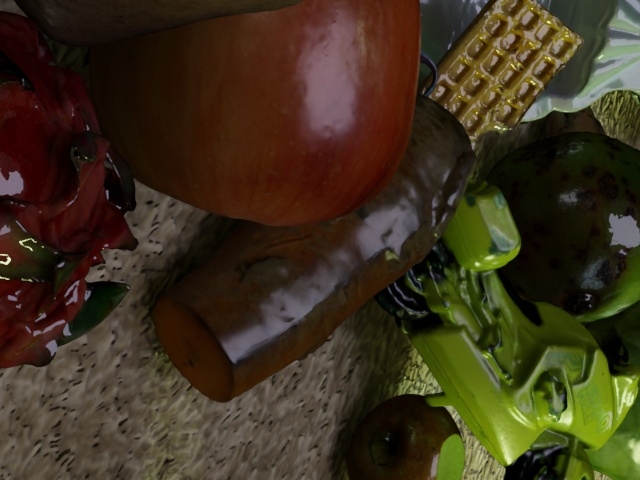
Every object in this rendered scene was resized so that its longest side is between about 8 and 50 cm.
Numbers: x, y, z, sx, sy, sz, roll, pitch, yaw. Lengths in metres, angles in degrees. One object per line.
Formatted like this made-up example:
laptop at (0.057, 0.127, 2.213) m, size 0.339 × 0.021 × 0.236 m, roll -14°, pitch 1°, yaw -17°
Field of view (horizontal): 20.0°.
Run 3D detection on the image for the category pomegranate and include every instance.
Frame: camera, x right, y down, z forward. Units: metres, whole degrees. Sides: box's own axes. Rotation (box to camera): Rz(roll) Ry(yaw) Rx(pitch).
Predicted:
pomegranate at (0.247, -0.034, 1.752) m, size 0.202 × 0.202 × 0.248 m, roll 58°, pitch 24°, yaw -47°

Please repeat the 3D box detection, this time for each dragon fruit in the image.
dragon fruit at (-0.227, -0.056, 1.031) m, size 0.234 × 0.234 × 0.293 m, roll -39°, pitch 117°, yaw -42°

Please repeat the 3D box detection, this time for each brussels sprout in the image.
brussels sprout at (0.375, 0.169, 1.980) m, size 0.219 × 0.210 × 0.271 m, roll -67°, pitch 161°, yaw -5°

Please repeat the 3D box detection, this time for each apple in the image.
apple at (-0.034, -0.135, 1.246) m, size 0.242 × 0.242 × 0.241 m, roll 6°, pitch 97°, yaw -56°
apple at (0.078, 0.197, 1.642) m, size 0.102 × 0.099 × 0.114 m, roll 38°, pitch 61°, yaw -56°

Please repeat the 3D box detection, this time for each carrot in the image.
carrot at (0.000, 0.000, 1.434) m, size 0.302 × 0.138 × 0.139 m, roll -39°, pitch 133°, yaw -26°

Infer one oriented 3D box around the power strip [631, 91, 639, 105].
power strip at (0.366, -0.198, 1.949) m, size 0.198 × 0.064 × 0.213 m, roll 41°, pitch 55°, yaw -51°

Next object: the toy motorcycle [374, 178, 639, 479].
toy motorcycle at (0.169, 0.088, 1.604) m, size 0.342 × 0.142 × 0.206 m, roll 58°, pitch 44°, yaw -15°

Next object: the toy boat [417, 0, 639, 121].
toy boat at (0.166, -0.202, 1.570) m, size 0.290 × 0.100 × 0.199 m, roll 12°, pitch 98°, yaw -18°

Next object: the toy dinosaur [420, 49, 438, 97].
toy dinosaur at (0.048, -0.202, 1.463) m, size 0.080 × 0.045 × 0.197 m, roll -34°, pitch 110°, yaw -7°

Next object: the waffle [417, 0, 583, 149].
waffle at (0.147, -0.142, 1.515) m, size 0.092 × 0.021 × 0.135 m, roll 37°, pitch 92°, yaw -20°

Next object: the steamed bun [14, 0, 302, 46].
steamed bun at (-0.094, -0.282, 1.081) m, size 0.199 × 0.251 × 0.301 m, roll 48°, pitch 47°, yaw -55°
